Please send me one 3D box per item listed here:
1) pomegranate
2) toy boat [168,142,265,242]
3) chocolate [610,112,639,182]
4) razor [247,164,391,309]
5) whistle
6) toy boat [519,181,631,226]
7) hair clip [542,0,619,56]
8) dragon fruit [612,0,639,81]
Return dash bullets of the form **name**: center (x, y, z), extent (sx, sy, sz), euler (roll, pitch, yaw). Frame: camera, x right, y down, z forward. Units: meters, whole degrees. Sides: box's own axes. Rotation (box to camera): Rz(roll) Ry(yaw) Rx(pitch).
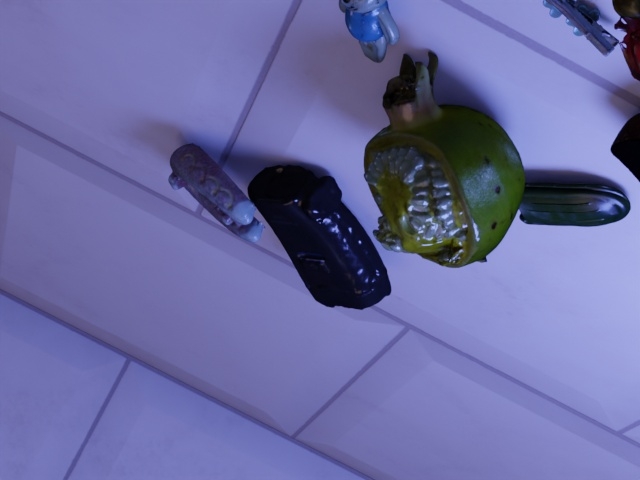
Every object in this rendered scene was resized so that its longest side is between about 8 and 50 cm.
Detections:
- **pomegranate**: center (0.177, -0.116, 1.960), extent (0.260, 0.260, 0.341), euler (4, 118, 36)
- **toy boat**: center (-0.202, -0.083, 2.386), extent (0.227, 0.085, 0.155), euler (46, 172, 23)
- **chocolate**: center (0.481, -0.132, 1.823), extent (0.125, 0.080, 0.149), euler (24, 163, 30)
- **razor**: center (0.001, -0.004, 2.419), extent (0.189, 0.107, 0.327), euler (5, 142, 38)
- **whistle**: center (0.064, -0.327, 1.833), extent (0.114, 0.077, 0.236), euler (37, 161, 22)
- **toy boat**: center (0.390, -0.057, 2.062), extent (0.210, 0.052, 0.104), euler (2, 143, 36)
- **hair clip**: center (0.318, -0.302, 1.693), extent (0.173, 0.049, 0.049), euler (38, 151, -13)
- **dragon fruit**: center (0.439, -0.244, 1.485), extent (0.227, 0.243, 0.307), euler (45, 150, 2)
